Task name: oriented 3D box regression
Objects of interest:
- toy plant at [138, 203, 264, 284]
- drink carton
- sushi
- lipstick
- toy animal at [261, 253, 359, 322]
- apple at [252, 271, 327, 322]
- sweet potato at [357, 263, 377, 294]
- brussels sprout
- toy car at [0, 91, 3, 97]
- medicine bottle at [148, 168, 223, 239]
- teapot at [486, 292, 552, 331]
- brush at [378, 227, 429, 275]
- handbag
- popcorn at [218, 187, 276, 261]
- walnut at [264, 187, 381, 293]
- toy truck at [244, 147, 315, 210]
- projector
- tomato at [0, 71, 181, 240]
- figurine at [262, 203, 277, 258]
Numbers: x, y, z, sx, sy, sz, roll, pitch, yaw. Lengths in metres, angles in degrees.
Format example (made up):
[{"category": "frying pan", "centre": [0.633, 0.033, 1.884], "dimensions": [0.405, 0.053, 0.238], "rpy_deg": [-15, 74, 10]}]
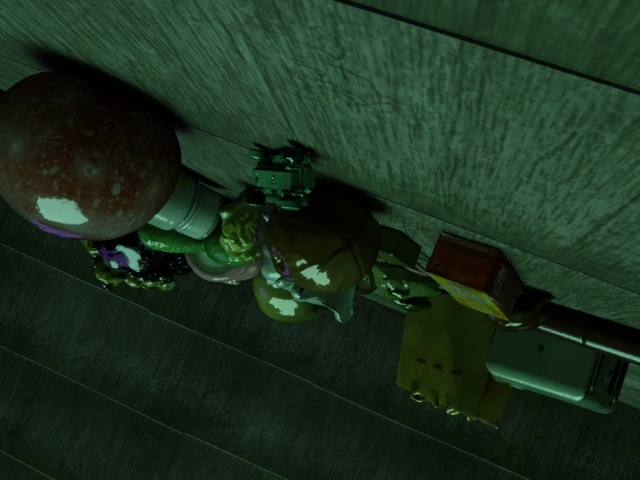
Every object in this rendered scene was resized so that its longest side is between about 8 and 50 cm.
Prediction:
[{"category": "toy plant", "centre": [-0.248, 0.006, 1.692], "dimensions": [0.317, 0.210, 0.356], "rpy_deg": [13, 171, 20]}, {"category": "drink carton", "centre": [0.248, 0.061, 1.024], "dimensions": [0.096, 0.070, 0.223], "rpy_deg": [20, 172, 30]}, {"category": "sushi", "centre": [-0.542, -0.003, 1.833], "dimensions": [0.327, 0.285, 0.329], "rpy_deg": [55, -160, 12]}, {"category": "lipstick", "centre": [0.437, 0.151, 1.171], "dimensions": [0.357, 0.057, 0.057], "rpy_deg": [17, 171, 40]}, {"category": "toy animal", "centre": [-0.033, 0.059, 1.565], "dimensions": [0.289, 0.174, 0.249], "rpy_deg": [28, 173, 24]}, {"category": "apple", "centre": [-0.082, 0.137, 2.029], "dimensions": [0.263, 0.262, 0.262], "rpy_deg": [23, 174, 3]}, {"category": "sweet potato", "centre": [0.108, 0.097, 1.742], "dimensions": [0.112, 0.085, 0.286], "rpy_deg": [27, 173, 2]}, {"category": "brussels sprout", "centre": [0.190, 0.101, 1.482], "dimensions": [0.181, 0.100, 0.139], "rpy_deg": [7, -160, -32]}, {"category": "toy car", "centre": [-0.737, -0.311, 1.414], "dimensions": [0.216, 0.063, 0.103], "rpy_deg": [33, 169, -30]}, {"category": "medicine bottle", "centre": [-0.353, -0.103, 1.432], "dimensions": [0.258, 0.143, 0.143], "rpy_deg": [29, 171, -35]}, {"category": "teapot", "centre": [0.347, 0.113, 1.138], "dimensions": [0.098, 0.078, 0.129], "rpy_deg": [-20, -175, -29]}, {"category": "brush", "centre": [0.146, 0.026, 1.208], "dimensions": [0.103, 0.047, 0.233], "rpy_deg": [18, 174, 35]}, {"category": "handbag", "centre": [0.332, 0.280, 1.596], "dimensions": [0.133, 0.282, 0.401], "rpy_deg": [21, 173, -20]}, {"category": "popcorn", "centre": [-0.140, -0.030, 1.299], "dimensions": [0.126, 0.145, 0.126], "rpy_deg": [29, -178, 20]}, {"category": "walnut", "centre": [0.000, 0.000, 0.992], "dimensions": [0.167, 0.167, 0.207], "rpy_deg": [26, 171, -23]}, {"category": "toy truck", "centre": [-0.042, -0.080, 0.865], "dimensions": [0.078, 0.080, 0.154], "rpy_deg": [2, -176, -28]}, {"category": "projector", "centre": [0.460, 0.229, 1.287], "dimensions": [0.243, 0.163, 0.177], "rpy_deg": [11, 166, 44]}, {"category": "tomato", "centre": [-0.349, -0.114, 0.951], "dimensions": [0.271, 0.226, 0.270], "rpy_deg": [20, 172, 3]}, {"category": "figurine", "centre": [-0.041, -0.014, 1.155], "dimensions": [0.125, 0.125, 0.138], "rpy_deg": [21, -161, 15]}]
